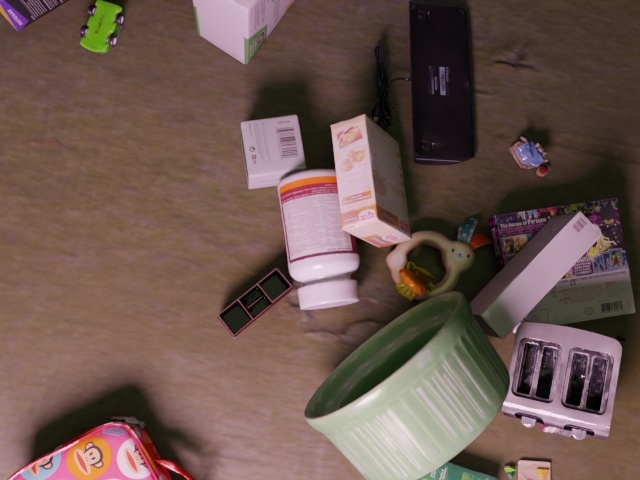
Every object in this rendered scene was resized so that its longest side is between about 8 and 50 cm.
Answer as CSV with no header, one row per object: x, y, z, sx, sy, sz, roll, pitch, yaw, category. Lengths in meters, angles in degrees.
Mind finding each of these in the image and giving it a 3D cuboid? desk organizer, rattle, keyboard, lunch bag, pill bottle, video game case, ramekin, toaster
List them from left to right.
-0.308,0.426,1.059,0.258,0.120,0.293,-27,82,-11,lunch bag
-0.110,0.104,1.178,0.130,0.050,0.047,-39,85,-11,desk organizer
0.000,0.000,1.174,0.121,0.121,0.221,-8,80,-7,pill bottle
0.137,0.227,1.058,0.303,0.303,0.148,-39,92,-11,ramekin
0.185,-0.295,1.299,0.202,0.033,0.317,2,78,-11,keyboard
0.217,0.020,1.186,0.200,0.142,0.130,-21,67,-4,rattle
0.427,0.043,1.236,0.232,0.042,0.210,-9,88,-7,video game case
0.392,0.217,1.123,0.168,0.110,0.185,10,80,21,toaster

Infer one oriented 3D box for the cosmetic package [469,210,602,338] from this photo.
0.347,0.057,1.156,0.239,0.099,0.060,-45,95,-6,cosmetic package

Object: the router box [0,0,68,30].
-0.504,-0.550,1.214,0.243,0.081,0.308,-33,72,-4,router box

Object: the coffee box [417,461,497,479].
0.188,0.415,1.150,0.184,0.040,0.113,18,77,-2,coffee box

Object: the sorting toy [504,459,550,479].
0.351,0.405,1.183,0.083,0.012,0.062,5,79,-5,sorting toy

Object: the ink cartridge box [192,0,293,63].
-0.099,-0.482,1.219,0.117,0.201,0.278,33,77,1,ink cartridge box

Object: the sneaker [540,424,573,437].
0.443,0.262,1.197,0.075,0.063,0.170,27,82,0,sneaker

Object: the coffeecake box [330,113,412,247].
0.087,-0.096,1.176,0.068,0.142,0.185,-15,70,26,coffeecake box

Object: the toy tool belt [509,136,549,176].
0.389,-0.153,1.279,0.052,0.051,0.083,-44,86,-12,toy tool belt

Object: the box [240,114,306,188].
-0.083,-0.152,1.213,0.102,0.087,0.101,-9,80,-7,box

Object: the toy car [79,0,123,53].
-0.372,-0.433,1.259,0.239,0.053,0.225,17,78,-1,toy car
